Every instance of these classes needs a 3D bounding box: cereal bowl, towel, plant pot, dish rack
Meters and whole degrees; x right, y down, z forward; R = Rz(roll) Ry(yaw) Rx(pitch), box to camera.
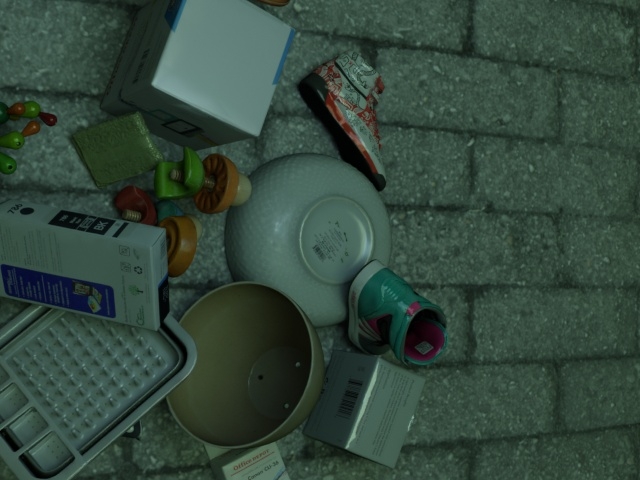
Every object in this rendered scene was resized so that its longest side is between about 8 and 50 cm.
[{"bbox_3d":[0.000,0.000,1.750,0.339,0.141,0.339,0,89,-30],"label":"cereal bowl"},{"bbox_3d":[-0.343,-0.154,1.577,0.110,0.148,0.027,64,26,-19],"label":"towel"},{"bbox_3d":[-0.106,0.232,1.643,0.191,0.284,0.284,39,68,-61],"label":"plant pot"},{"bbox_3d":[-0.385,0.213,1.497,0.333,0.072,0.285,-41,64,-15],"label":"dish rack"}]

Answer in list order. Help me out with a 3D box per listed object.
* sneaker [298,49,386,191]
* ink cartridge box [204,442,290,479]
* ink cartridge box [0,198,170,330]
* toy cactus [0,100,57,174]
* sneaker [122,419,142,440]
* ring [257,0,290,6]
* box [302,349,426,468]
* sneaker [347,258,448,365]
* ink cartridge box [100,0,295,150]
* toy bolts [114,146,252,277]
[{"bbox_3d":[0.087,-0.239,1.827,0.145,0.090,0.270,-40,104,-21],"label":"sneaker"},{"bbox_3d":[-0.125,0.435,1.716,0.115,0.067,0.198,-25,101,-26],"label":"ink cartridge box"},{"bbox_3d":[-0.402,0.032,1.465,0.065,0.333,0.165,-66,164,-54],"label":"ink cartridge box"},{"bbox_3d":[-0.550,-0.172,1.492,0.180,0.112,0.219,43,72,-1],"label":"toy cactus"},{"bbox_3d":[-0.326,0.261,1.596,0.235,0.094,0.153,-40,109,-23],"label":"sneaker"},{"bbox_3d":[-0.199,-0.488,1.578,0.336,0.336,0.032,24,116,-26],"label":"ring"},{"bbox_3d":[0.081,0.314,1.765,0.119,0.182,0.181,27,76,-23],"label":"box"},{"bbox_3d":[0.150,0.169,1.730,0.124,0.178,0.295,-42,153,-17],"label":"sneaker"},{"bbox_3d":[-0.212,-0.286,1.565,0.197,0.270,0.198,24,78,-28],"label":"ink cartridge box"},{"bbox_3d":[-0.224,-0.024,1.578,0.158,0.228,0.218,15,66,-42],"label":"toy bolts"}]
